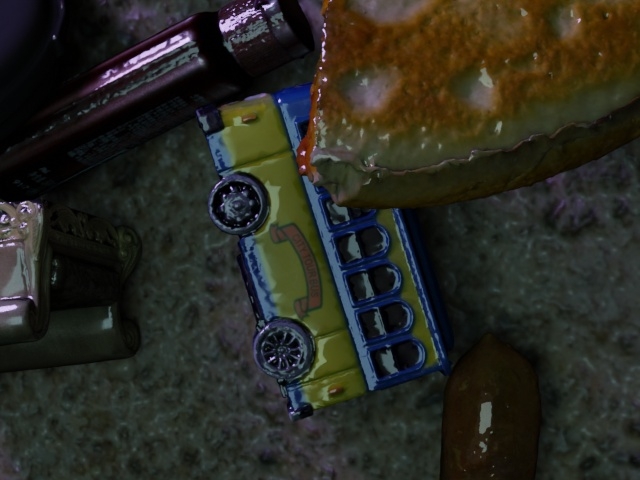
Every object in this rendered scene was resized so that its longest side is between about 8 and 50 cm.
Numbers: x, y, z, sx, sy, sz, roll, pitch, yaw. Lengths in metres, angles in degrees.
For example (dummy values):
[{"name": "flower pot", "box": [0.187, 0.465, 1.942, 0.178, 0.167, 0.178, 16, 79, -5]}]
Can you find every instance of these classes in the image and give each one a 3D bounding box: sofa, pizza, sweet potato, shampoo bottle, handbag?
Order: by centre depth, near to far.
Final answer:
[{"name": "pizza", "box": [0.131, -0.239, 1.566, 0.440, 0.130, 0.406, -22, 73, -13]}, {"name": "sweet potato", "box": [0.139, 0.228, 1.661, 0.097, 0.097, 0.292, 15, 101, 13]}, {"name": "sofa", "box": [-0.288, 0.074, 1.678, 0.200, 0.258, 0.182, -9, 80, 15]}, {"name": "handbag", "box": [-0.364, -0.193, 1.681, 0.253, 0.093, 0.308, -32, 54, -14]}, {"name": "shampoo bottle", "box": [-0.163, -0.136, 1.685, 0.323, 0.129, 0.084, -26, 78, 17]}]

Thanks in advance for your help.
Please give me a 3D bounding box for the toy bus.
[{"name": "toy bus", "box": [0.000, 0.000, 1.630, 0.175, 0.138, 0.288, -17, 91, -1]}]
